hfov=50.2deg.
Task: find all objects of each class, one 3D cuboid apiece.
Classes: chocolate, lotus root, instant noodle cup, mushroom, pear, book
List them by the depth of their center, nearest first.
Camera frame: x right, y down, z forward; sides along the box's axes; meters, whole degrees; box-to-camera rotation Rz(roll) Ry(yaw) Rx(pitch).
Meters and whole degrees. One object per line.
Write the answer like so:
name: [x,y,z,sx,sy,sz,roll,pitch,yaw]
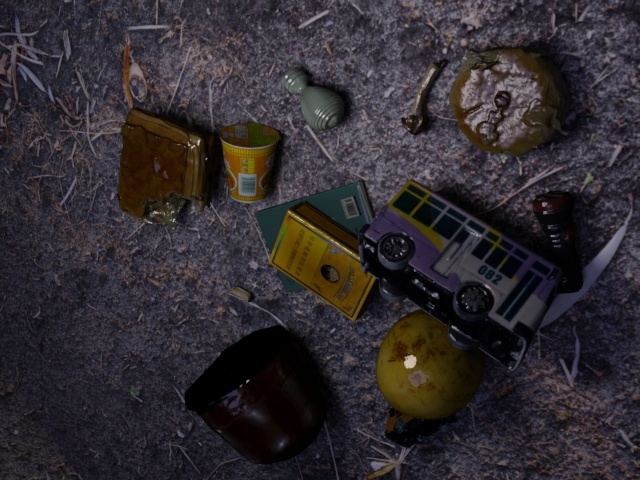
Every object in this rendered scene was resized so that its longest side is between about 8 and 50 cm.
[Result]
mushroom: [0.241,-0.336,1.600,0.060,0.061,0.187,30,119,26]
pear: [0.268,0.309,1.706,0.280,0.280,0.281,13,116,29]
instant noodle cup: [-0.196,-0.209,1.887,0.168,0.168,0.185,22,128,24]
book: [0.000,0.000,1.910,0.379,0.031,0.264,-12,101,36]
chocolate: [-0.158,0.487,2.045,0.383,0.384,0.331,-22,110,37]
lotus root: [-0.248,0.167,2.142,0.083,0.030,0.037,19,89,23]

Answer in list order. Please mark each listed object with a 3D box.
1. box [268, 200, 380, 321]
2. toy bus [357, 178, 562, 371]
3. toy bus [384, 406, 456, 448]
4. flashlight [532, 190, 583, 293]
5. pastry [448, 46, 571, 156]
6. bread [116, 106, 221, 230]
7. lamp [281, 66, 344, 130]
box: [0.020,0.056,1.847,0.301,0.084,0.193,33,126,16]
toy bus: [0.323,0.074,1.569,0.440,0.249,0.209,34,158,23]
toy bus: [0.271,0.479,1.875,0.098,0.114,0.201,33,130,-17]
flashlight: [0.537,0.007,1.526,0.093,0.093,0.232,-7,108,35]
pastry: [0.398,-0.297,1.471,0.257,0.121,0.236,6,112,32]
bread: [-0.438,-0.204,2.018,0.314,0.191,0.370,24,125,18]
lamp: [-0.018,-0.361,1.737,0.193,0.106,0.106,50,128,18]
